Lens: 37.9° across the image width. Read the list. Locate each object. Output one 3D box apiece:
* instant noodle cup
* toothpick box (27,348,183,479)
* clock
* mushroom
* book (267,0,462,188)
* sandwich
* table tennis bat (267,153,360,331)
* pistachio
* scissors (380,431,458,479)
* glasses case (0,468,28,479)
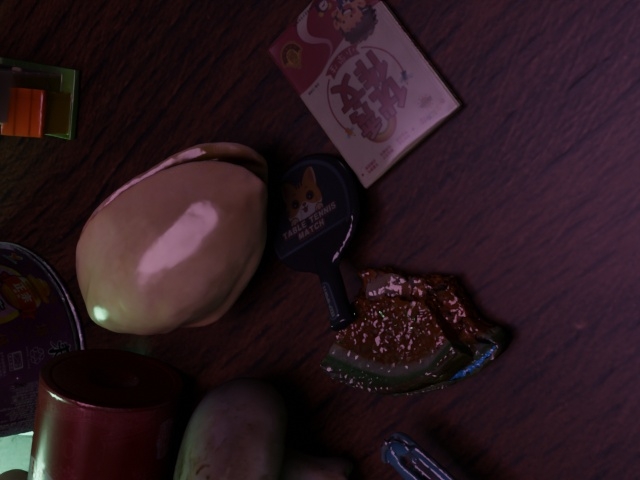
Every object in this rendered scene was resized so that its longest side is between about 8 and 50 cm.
[{"bbox_3d":[-0.580,0.182,1.442,0.340,0.266,0.339,5,100,31],"label":"instant noodle cup"},{"bbox_3d":[-0.320,0.347,1.345,0.204,0.204,0.333,17,106,28],"label":"toothpick box"},{"bbox_3d":[-0.524,-0.213,1.357,0.220,0.255,0.106,14,104,30],"label":"clock"},{"bbox_3d":[-0.076,0.308,1.210,0.244,0.244,0.243,5,99,31],"label":"mushroom"},{"bbox_3d":[0.049,-0.203,1.150,0.162,0.022,0.231,-41,75,29],"label":"book"},{"bbox_3d":[0.108,0.118,1.125,0.235,0.079,0.159,7,100,31],"label":"sandwich"},{"bbox_3d":[0.000,0.000,1.172,0.150,0.027,0.236,-32,61,32],"label":"table tennis bat"},{"bbox_3d":[-0.187,0.000,1.222,0.214,0.193,0.318,37,112,-17],"label":"pistachio"},{"bbox_3d":[0.212,0.368,1.059,0.393,0.032,0.180,44,118,20],"label":"scissors"},{"bbox_3d":[-0.470,0.463,1.521,0.196,0.083,0.050,48,116,15],"label":"glasses case"}]
